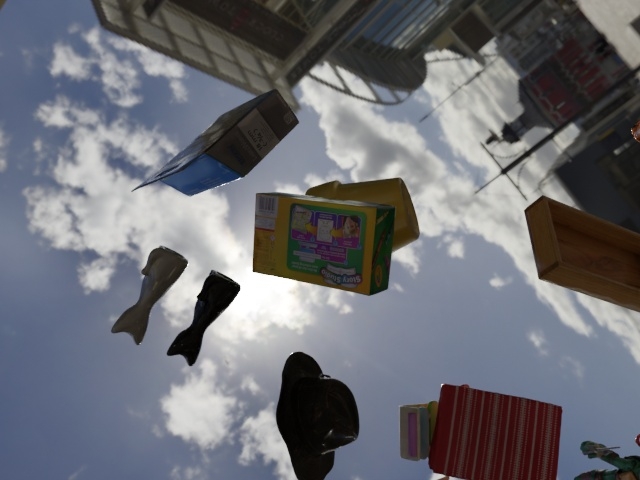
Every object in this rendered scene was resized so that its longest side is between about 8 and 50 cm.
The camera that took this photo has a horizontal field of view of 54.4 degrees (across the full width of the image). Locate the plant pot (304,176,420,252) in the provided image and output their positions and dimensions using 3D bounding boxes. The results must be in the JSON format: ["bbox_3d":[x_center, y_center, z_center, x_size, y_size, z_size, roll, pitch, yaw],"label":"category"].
[{"bbox_3d":[0.115,-0.049,1.585,0.254,0.239,0.253,-18,-90,-74],"label":"plant pot"}]

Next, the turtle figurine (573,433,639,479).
[{"bbox_3d":[0.522,0.422,1.059,0.234,0.118,0.175,85,167,-58],"label":"turtle figurine"}]

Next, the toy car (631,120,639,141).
[{"bbox_3d":[0.572,-0.161,1.039,0.122,0.060,0.040,31,-112,-13],"label":"toy car"}]

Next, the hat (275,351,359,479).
[{"bbox_3d":[0.018,0.432,1.540,0.331,0.134,0.331,-12,-90,-69],"label":"hat"}]

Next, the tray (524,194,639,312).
[{"bbox_3d":[0.692,0.048,1.520,0.411,0.076,0.202,18,-129,-22],"label":"tray"}]

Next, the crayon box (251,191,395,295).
[{"bbox_3d":[0.000,0.000,1.223,0.081,0.279,0.165,-11,-72,-59],"label":"crayon box"}]

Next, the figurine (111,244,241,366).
[{"bbox_3d":[-0.306,0.141,1.311,0.215,0.209,0.092,29,177,-29],"label":"figurine"}]

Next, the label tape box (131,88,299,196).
[{"bbox_3d":[-0.237,-0.191,1.429,0.106,0.241,0.333,54,-127,-21],"label":"label tape box"}]

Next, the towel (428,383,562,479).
[{"bbox_3d":[0.388,0.439,1.383,0.031,0.275,0.198,81,-161,-75],"label":"towel"}]

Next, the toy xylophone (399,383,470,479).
[{"bbox_3d":[0.287,0.481,1.496,0.323,0.081,0.236,0,-97,-49],"label":"toy xylophone"}]
